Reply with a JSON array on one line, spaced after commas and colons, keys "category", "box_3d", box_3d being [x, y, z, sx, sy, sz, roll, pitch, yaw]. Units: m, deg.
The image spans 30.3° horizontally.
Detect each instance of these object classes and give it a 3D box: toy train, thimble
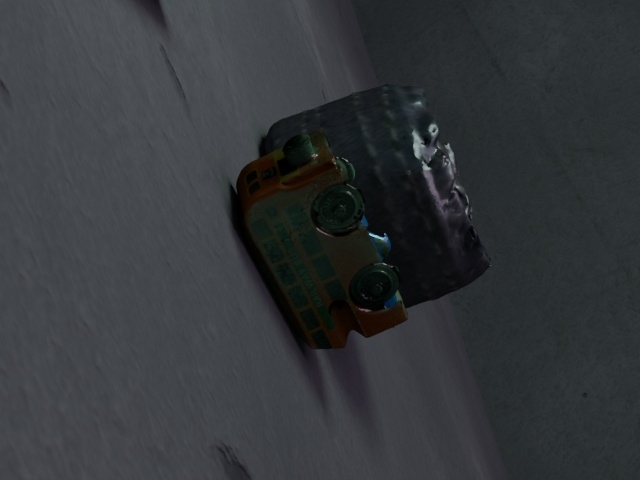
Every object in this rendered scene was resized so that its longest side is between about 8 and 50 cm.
[{"category": "toy train", "box_3d": [0.000, 0.000, 0.946, 0.072, 0.099, 0.188, -102, 167, -57]}, {"category": "thimble", "box_3d": [0.056, -0.039, 1.146, 0.236, 0.172, 0.205, -96, 166, -65]}]
